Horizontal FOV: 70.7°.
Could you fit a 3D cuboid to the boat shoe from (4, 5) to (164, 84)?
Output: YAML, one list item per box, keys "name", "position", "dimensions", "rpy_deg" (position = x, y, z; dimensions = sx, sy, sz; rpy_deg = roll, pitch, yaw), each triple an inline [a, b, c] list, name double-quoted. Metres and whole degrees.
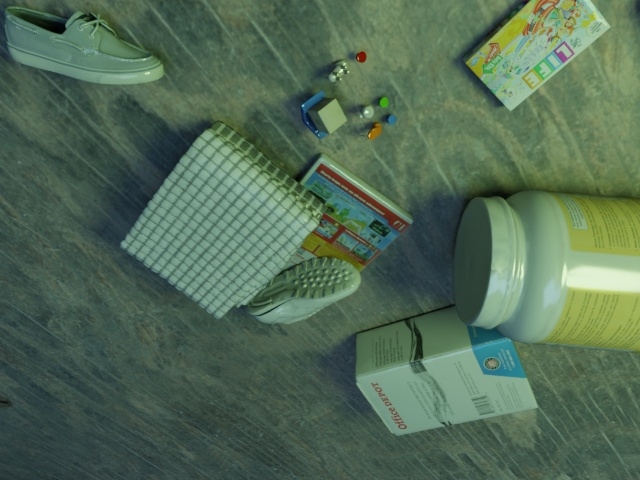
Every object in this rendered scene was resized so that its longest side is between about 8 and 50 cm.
- name: "boat shoe"
  position: [-0.338, -0.281, 0.639]
  dimensions: [0.228, 0.079, 0.081]
  rpy_deg: [12, 130, 1]

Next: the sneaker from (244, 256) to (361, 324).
- name: "sneaker"
  position: [-0.026, 0.104, 0.861]
  dimensions: [0.235, 0.090, 0.094]
  rpy_deg: [-17, 135, 21]

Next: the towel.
- name: "towel"
  position: [-0.161, -0.025, 0.767]
  dimensions: [0.235, 0.121, 0.284]
  rpy_deg: [39, 119, -11]

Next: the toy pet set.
- name: "toy pet set"
  position: [0.034, -0.203, 0.685]
  dimensions: [0.114, 0.065, 0.122]
  rpy_deg: [-40, 122, -10]

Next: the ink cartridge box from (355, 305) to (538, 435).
- name: "ink cartridge box"
  position: [0.254, 0.269, 0.943]
  dimensions: [0.308, 0.129, 0.223]
  rpy_deg: [-20, 121, 19]

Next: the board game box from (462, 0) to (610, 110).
- name: "board game box"
  position: [0.291, -0.270, 0.617]
  dimensions: [0.103, 0.026, 0.154]
  rpy_deg: [36, 121, -19]

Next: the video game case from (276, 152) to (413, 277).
- name: "video game case"
  position: [0.000, 0.000, 0.840]
  dimensions: [0.204, 0.025, 0.285]
  rpy_deg: [33, 122, -16]

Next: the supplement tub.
- name: "supplement tub"
  position: [0.398, 0.046, 0.701]
  dimensions: [0.332, 0.241, 0.240]
  rpy_deg: [5, 126, 2]
